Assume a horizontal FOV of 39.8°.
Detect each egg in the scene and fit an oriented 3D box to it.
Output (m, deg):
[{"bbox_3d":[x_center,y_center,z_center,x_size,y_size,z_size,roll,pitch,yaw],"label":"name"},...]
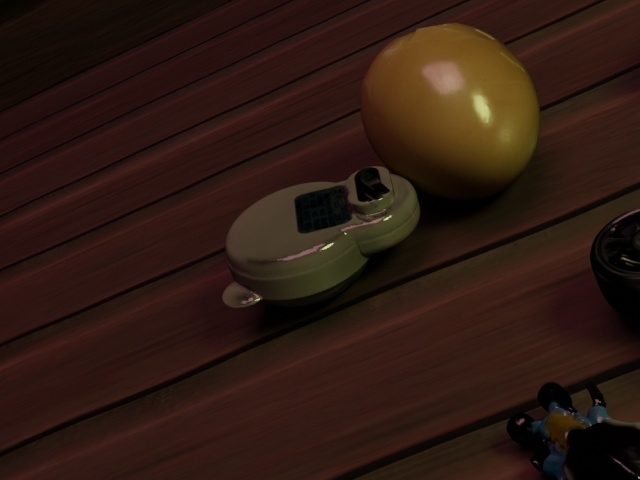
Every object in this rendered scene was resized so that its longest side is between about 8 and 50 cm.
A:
[{"bbox_3d":[0.157,-0.147,1.046,0.201,0.201,0.244,-28,41,0],"label":"egg"}]

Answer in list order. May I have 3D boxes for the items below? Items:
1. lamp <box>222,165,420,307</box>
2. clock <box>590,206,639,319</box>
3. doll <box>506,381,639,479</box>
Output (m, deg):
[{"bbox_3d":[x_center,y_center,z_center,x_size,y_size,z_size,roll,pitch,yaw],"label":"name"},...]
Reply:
[{"bbox_3d":[0.002,0.002,1.033,0.246,0.108,0.179,-21,35,9],"label":"lamp"},{"bbox_3d":[0.397,0.042,0.648,0.276,0.120,0.379,-30,34,3],"label":"clock"},{"bbox_3d":[0.213,0.164,0.649,0.096,0.070,0.195,-48,25,-4],"label":"doll"}]
